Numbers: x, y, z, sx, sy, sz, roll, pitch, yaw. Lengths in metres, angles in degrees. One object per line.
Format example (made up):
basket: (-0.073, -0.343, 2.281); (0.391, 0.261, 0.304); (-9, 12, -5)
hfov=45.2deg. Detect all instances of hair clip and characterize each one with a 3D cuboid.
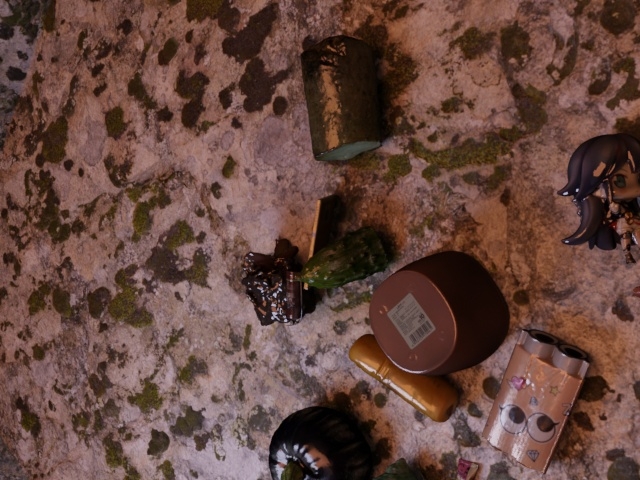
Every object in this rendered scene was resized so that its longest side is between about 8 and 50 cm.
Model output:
hair clip: (0.285, 0.630, 1.978); (0.039, 0.030, 0.115); (-48, 66, 9)

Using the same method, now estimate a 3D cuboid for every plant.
plant: (-0.115, 0.118, 2.152); (0.178, 0.204, 0.234); (-8, 94, 34)

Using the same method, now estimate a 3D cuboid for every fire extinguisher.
fire extinguisher: (-0.069, 0.155, 2.038); (0.064, 0.043, 0.158); (9, 105, 40)

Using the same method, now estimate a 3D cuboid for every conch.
conch: (0.207, 0.662, 1.969); (0.176, 0.122, 0.188); (-1, 115, 39)

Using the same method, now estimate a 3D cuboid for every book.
book: (-0.001, 0.000, 2.068); (0.018, 0.170, 0.242); (12, 100, 13)

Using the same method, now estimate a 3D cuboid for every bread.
bread: (0.214, 0.338, 1.939); (0.305, 0.142, 0.091); (33, 110, 28)

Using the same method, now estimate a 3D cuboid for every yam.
yam: (0.056, -0.362, 1.977); (0.195, 0.195, 0.300); (-6, 91, 38)

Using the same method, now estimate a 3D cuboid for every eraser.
eraser: (0.493, 0.363, 1.759); (0.171, 0.087, 0.290); (27, 110, 32)

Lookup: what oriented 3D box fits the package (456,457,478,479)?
package: (0.363, 0.590, 1.913); (0.059, 0.029, 0.083); (5, 86, 45)

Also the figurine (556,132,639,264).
figurine: (0.602, -0.088, 1.597); (0.197, 0.175, 0.265); (12, 93, 41)

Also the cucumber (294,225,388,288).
cucumber: (0.044, 0.058, 1.977); (0.134, 0.244, 0.134); (52, 153, 40)

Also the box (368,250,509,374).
box: (0.271, 0.184, 1.840); (0.301, 0.216, 0.301); (5, 98, 36)

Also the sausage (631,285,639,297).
sausage: (0.723, 0.139, 1.599); (0.158, 0.036, 0.042); (34, 106, 31)

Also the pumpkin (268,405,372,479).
pumpkin: (-0.028, 0.597, 2.062); (0.296, 0.296, 0.296); (3, 95, 37)
